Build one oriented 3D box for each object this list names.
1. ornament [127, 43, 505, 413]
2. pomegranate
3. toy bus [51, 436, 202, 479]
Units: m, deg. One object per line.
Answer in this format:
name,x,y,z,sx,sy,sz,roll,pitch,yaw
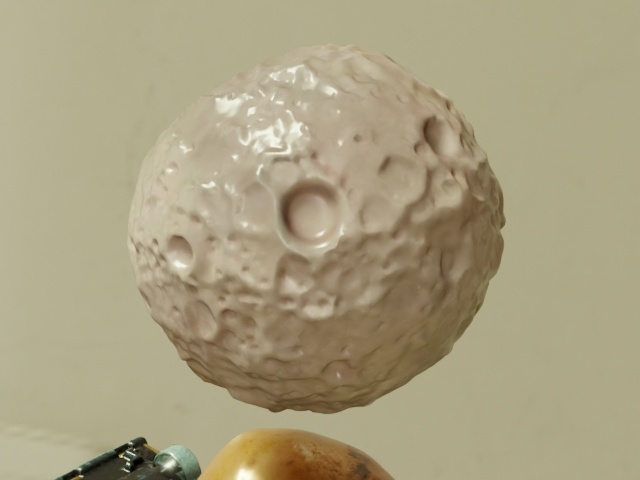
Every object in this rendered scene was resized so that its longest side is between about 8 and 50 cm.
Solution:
ornament,0.000,0.000,1.214,0.259,0.225,0.259,-32,-9,-6
pomegranate,-0.021,0.253,1.383,0.209,0.209,0.209,-4,-8,-1
toy bus,-0.117,0.313,1.643,0.275,0.167,0.138,23,31,35
